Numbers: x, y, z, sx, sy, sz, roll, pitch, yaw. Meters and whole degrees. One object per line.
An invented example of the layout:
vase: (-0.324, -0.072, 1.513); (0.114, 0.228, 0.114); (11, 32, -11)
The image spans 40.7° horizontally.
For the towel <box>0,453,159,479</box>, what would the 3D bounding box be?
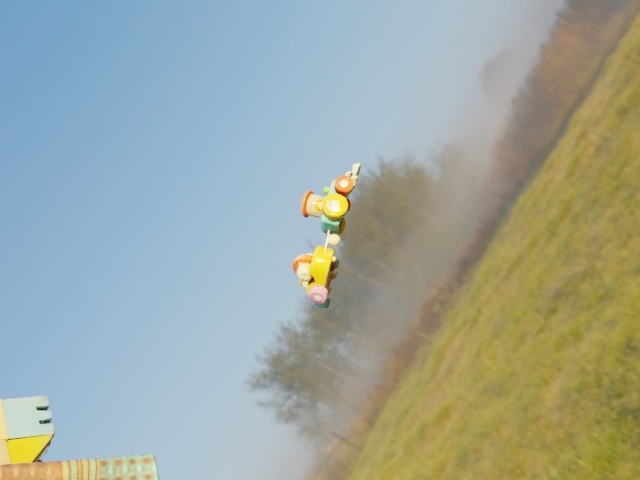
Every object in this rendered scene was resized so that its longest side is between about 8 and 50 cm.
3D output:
towel: (-0.217, 0.359, 0.692); (0.271, 0.370, 0.040); (8, -33, -41)

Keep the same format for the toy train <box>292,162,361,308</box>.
toy train: (0.000, 0.000, 0.899); (0.125, 0.046, 0.166); (-65, -12, -72)

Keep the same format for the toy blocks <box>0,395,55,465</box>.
toy blocks: (-0.387, 0.231, 0.864); (0.261, 0.381, 0.191); (1, -43, -34)
